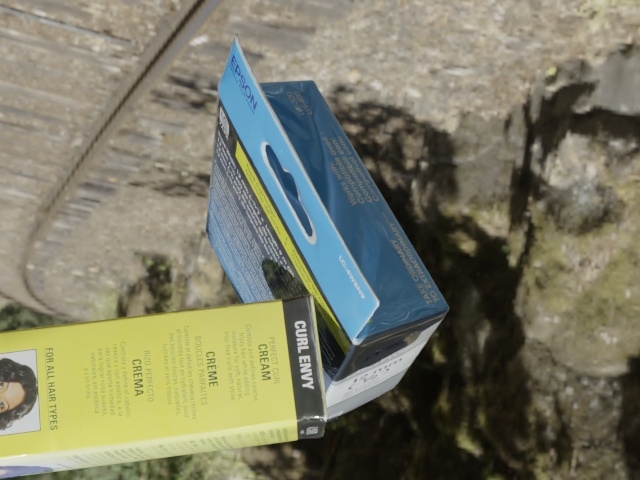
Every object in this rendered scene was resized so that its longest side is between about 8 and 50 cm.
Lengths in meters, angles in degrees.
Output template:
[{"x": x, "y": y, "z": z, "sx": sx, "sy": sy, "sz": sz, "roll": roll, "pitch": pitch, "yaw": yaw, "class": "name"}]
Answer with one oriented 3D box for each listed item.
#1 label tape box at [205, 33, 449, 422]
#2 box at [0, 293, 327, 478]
[{"x": 0.000, "y": 0.000, "z": 0.875, "sx": 0.115, "sy": 0.249, "sz": 0.347, "roll": -22, "pitch": 160, "yaw": -20, "class": "label tape box"}, {"x": -0.114, "y": 0.073, "z": 0.441, "sx": 0.232, "sy": 0.058, "sz": 0.087, "roll": -8, "pitch": 164, "yaw": -2, "class": "box"}]
